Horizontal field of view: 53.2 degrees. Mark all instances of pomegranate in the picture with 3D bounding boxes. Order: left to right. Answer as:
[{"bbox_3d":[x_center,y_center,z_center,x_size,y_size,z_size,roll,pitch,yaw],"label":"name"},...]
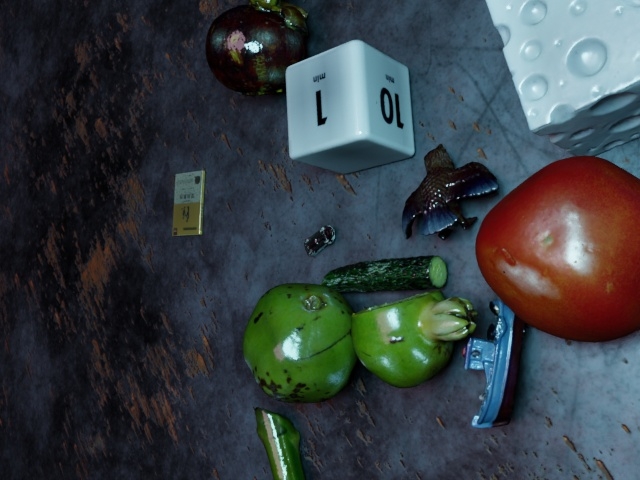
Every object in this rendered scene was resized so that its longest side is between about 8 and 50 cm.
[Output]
[{"bbox_3d":[-0.040,0.216,1.295,0.254,0.254,0.271,47,129,32],"label":"pomegranate"},{"bbox_3d":[0.180,0.175,1.155,0.240,0.190,0.159,-21,83,19],"label":"pomegranate"}]

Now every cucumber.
[{"bbox_3d":[0.114,0.071,1.288,0.293,0.067,0.068,-7,81,41],"label":"cucumber"}]

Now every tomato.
[{"bbox_3d":[0.381,0.011,0.975,0.298,0.226,0.299,-8,78,41],"label":"tomato"}]

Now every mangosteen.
[{"bbox_3d":[-0.137,-0.469,1.440,0.231,0.231,0.289,24,108,38],"label":"mangosteen"}]

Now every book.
[{"bbox_3d":[-0.356,-0.099,1.724,0.118,0.012,0.172,-2,84,40],"label":"book"}]

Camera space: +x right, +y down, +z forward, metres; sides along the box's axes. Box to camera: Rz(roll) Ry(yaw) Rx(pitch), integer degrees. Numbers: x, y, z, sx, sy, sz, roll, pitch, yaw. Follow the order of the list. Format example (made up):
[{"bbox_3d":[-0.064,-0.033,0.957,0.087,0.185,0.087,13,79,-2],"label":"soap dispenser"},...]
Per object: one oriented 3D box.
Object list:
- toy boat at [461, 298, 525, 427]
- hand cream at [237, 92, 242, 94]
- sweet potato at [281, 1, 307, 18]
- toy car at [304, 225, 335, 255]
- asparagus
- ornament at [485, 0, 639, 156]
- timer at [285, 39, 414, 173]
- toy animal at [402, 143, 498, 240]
[{"bbox_3d":[0.290,0.212,1.099,0.097,0.100,0.223,9,87,12],"label":"toy boat"},{"bbox_3d":[-0.217,-0.457,1.636,0.083,0.048,0.224,-35,58,31],"label":"hand cream"},{"bbox_3d":[-0.117,-0.543,1.551,0.218,0.051,0.065,8,92,39],"label":"sweet potato"},{"bbox_3d":[0.000,0.000,1.413,0.093,0.025,0.041,-34,66,35],"label":"toy car"},{"bbox_3d":[-0.066,0.520,1.376,0.082,0.085,0.343,-35,66,35],"label":"asparagus"},{"bbox_3d":[0.431,-0.292,0.955,0.239,0.239,0.240,-25,70,35],"label":"ornament"},{"bbox_3d":[0.059,-0.258,1.285,0.194,0.192,0.195,-11,78,38],"label":"timer"},{"bbox_3d":[0.221,-0.095,1.185,0.218,0.116,0.180,-30,68,40],"label":"toy animal"}]
